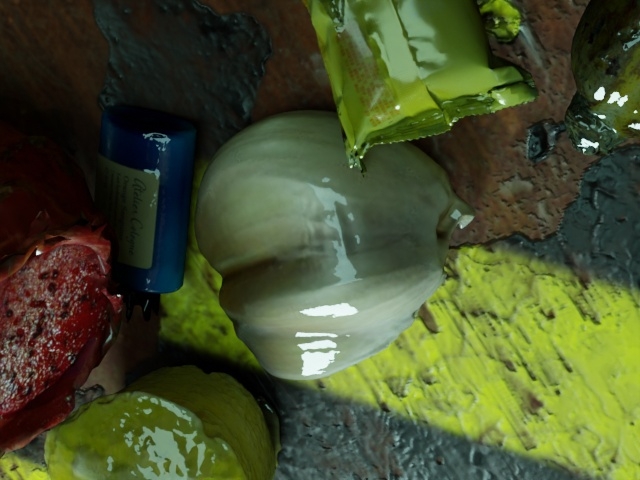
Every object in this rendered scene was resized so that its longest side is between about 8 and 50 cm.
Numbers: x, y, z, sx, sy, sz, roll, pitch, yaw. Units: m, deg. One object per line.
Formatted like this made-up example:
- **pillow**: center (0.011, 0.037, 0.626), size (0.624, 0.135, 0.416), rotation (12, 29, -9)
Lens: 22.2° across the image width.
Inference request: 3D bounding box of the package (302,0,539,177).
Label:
- **package**: center (0.052, -0.175, 1.234), size (0.168, 0.090, 0.226), rotation (-20, 93, 13)

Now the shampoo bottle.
- **shampoo bottle**: center (-0.153, -0.019, 1.394), size (0.087, 0.050, 0.183), rotation (15, 115, 17)

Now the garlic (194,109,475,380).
- **garlic**: center (0.000, 0.000, 1.325), size (0.228, 0.110, 0.217), rotation (-25, 99, 25)

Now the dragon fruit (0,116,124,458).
- **dragon fruit**: center (-0.309, 0.032, 1.334), size (0.296, 0.301, 0.295), rotation (-15, 125, -23)

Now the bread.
- **bread**: center (-0.132, 0.196, 1.409), size (0.197, 0.170, 0.197), rotation (6, 111, 16)

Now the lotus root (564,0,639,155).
- **lotus root**: center (0.248, -0.146, 1.182), size (0.120, 0.120, 0.209), rotation (36, 118, 1)
